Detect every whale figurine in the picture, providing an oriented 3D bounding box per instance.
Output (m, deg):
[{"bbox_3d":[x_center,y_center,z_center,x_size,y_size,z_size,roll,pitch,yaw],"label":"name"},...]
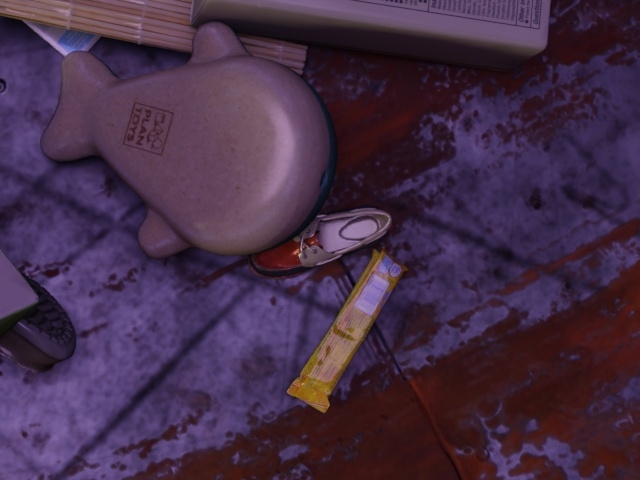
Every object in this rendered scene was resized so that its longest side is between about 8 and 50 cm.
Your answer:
[{"bbox_3d":[-0.112,-0.087,1.468,0.272,0.141,0.216,15,92,21],"label":"whale figurine"}]

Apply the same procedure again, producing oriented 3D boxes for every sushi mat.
[{"bbox_3d":[-0.150,-0.251,1.494,0.316,0.019,0.151,9,82,-16],"label":"sushi mat"}]

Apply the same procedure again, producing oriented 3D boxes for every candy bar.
[{"bbox_3d":[0.027,0.080,1.499,0.040,0.018,0.161,32,80,-4],"label":"candy bar"}]

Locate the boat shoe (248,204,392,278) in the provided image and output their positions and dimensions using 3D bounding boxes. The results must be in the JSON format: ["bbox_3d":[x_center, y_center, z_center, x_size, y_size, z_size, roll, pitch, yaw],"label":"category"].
[{"bbox_3d":[0.000,0.000,1.495,0.137,0.043,0.049,-15,86,-6],"label":"boat shoe"}]

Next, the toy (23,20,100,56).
[{"bbox_3d":[-0.271,-0.292,1.504,0.237,0.056,0.137,40,82,1],"label":"toy"}]

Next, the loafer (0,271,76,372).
[{"bbox_3d":[-0.332,0.056,1.445,0.251,0.094,0.087,27,105,8],"label":"loafer"}]

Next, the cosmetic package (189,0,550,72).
[{"bbox_3d":[0.048,-0.256,1.477,0.309,0.113,0.160,8,82,-12],"label":"cosmetic package"}]

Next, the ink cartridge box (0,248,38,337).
[{"bbox_3d":[-0.402,0.065,1.356,0.273,0.115,0.198,-41,86,21],"label":"ink cartridge box"}]
